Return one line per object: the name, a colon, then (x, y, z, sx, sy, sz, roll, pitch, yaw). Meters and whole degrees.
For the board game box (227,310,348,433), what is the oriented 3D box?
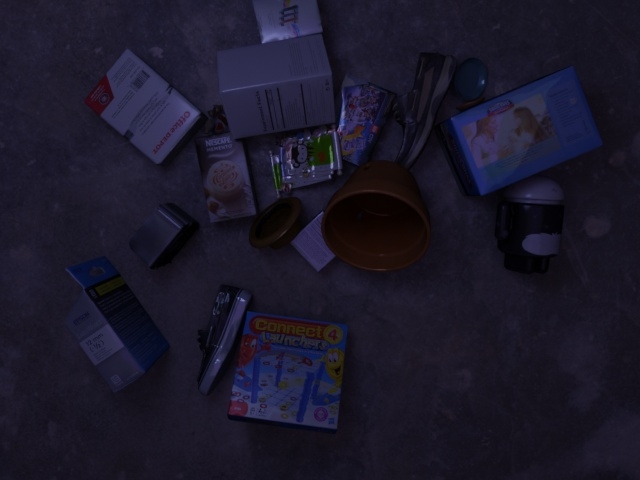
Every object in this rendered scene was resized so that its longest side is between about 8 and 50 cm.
board game box: (-0.088, 0.378, 1.610, 0.308, 0.086, 0.302, 7, 62, 0)

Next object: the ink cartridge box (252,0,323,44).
ink cartridge box: (-0.086, -0.609, 1.559, 0.176, 0.128, 0.127, -11, 96, 1)

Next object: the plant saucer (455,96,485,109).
plant saucer: (0.429, -0.390, 1.595, 0.083, 0.083, 0.013, -21, 98, 3)

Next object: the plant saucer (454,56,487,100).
plant saucer: (0.425, -0.463, 1.599, 0.119, 0.021, 0.119, -9, 110, -25)

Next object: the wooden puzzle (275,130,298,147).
wooden puzzle: (-0.093, -0.297, 1.653, 0.083, 0.006, 0.049, 16, 96, 0)

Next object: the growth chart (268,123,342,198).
growth chart: (-0.045, -0.234, 1.619, 0.237, 0.021, 0.172, -16, 87, 20)

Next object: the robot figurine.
robot figurine: (0.595, -0.048, 1.588, 0.174, 0.209, 0.278, 6, 97, 21)

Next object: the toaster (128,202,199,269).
toaster: (-0.443, -0.018, 1.608, 0.110, 0.168, 0.185, 40, 96, -2)

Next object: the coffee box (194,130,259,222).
coffee box: (-0.270, -0.185, 1.622, 0.141, 0.098, 0.246, -11, 96, 1)

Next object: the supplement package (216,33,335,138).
supplement package: (-0.119, -0.417, 1.519, 0.293, 0.175, 0.177, -9, 55, -1)

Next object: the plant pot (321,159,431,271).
plant pot: (0.162, -0.083, 1.537, 0.291, 0.203, 0.291, 8, 134, 8)

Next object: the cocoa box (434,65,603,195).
cocoa box: (0.529, -0.289, 1.531, 0.347, 0.228, 0.231, -23, 95, 3)

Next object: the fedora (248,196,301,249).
fedora: (-0.118, -0.038, 1.618, 0.194, 0.194, 0.079, -38, 123, 5)

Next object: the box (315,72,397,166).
box: (0.103, -0.344, 1.620, 0.159, 0.044, 0.233, 24, 96, 3)

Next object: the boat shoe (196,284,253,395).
boat shoe: (-0.311, 0.291, 1.678, 0.119, 0.121, 0.335, 21, 85, 7)

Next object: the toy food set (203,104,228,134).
toy food set: (-0.292, -0.354, 1.607, 0.078, 0.019, 0.122, 2, 55, 1)

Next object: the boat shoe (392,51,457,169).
boat shoe: (0.270, -0.368, 1.592, 0.130, 0.132, 0.355, 22, 87, 8)

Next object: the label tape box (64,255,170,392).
label tape box: (-0.602, 0.227, 1.596, 0.115, 0.249, 0.347, -35, 94, 4)

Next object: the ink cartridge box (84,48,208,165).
ink cartridge box: (-0.492, -0.372, 1.599, 0.273, 0.114, 0.197, 42, 94, -2)

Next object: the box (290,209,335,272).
box: (0.000, 0.000, 1.650, 0.137, 0.072, 0.126, -42, 94, 6)
